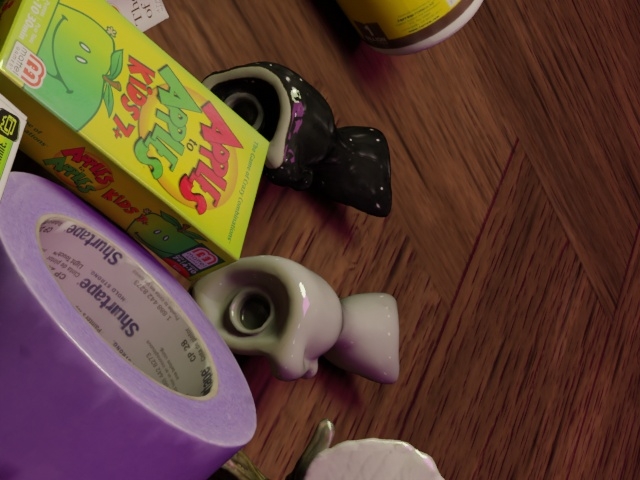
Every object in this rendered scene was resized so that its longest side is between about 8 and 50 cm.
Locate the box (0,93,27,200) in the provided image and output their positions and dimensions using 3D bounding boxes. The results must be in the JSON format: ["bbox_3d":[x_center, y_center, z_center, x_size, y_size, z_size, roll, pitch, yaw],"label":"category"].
[{"bbox_3d":[-0.203,-0.005,0.685,0.114,0.036,0.207,43,42,-38],"label":"box"}]

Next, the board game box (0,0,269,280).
[{"bbox_3d":[-0.112,-0.067,0.876,0.181,0.043,0.092,40,45,-31],"label":"board game box"}]

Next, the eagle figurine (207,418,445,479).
[{"bbox_3d":[-0.047,0.259,0.873,0.298,0.226,0.225,-71,158,-45],"label":"eagle figurine"}]

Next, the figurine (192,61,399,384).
[{"bbox_3d":[0.000,0.000,1.118,0.209,0.092,0.214,16,69,-59],"label":"figurine"}]

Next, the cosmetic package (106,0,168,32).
[{"bbox_3d":[-0.176,-0.223,0.925,0.099,0.060,0.239,-43,117,-52],"label":"cosmetic package"}]

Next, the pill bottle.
[{"bbox_3d":[0.036,-0.254,1.211,0.215,0.117,0.117,52,41,-36],"label":"pill bottle"}]

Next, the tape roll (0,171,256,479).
[{"bbox_3d":[-0.126,0.059,0.815,0.189,0.080,0.189,44,13,-13],"label":"tape roll"}]
